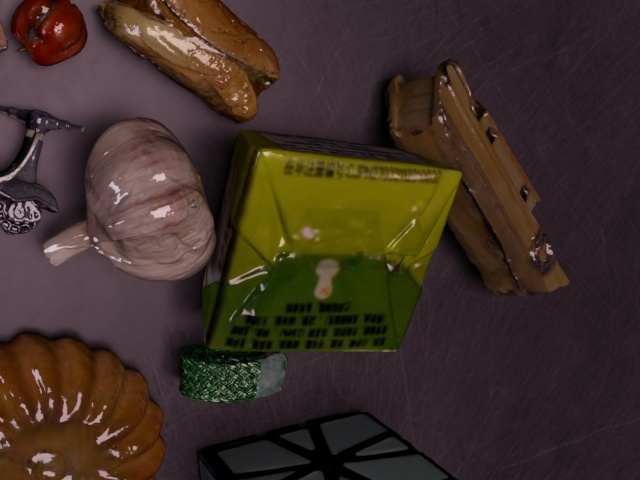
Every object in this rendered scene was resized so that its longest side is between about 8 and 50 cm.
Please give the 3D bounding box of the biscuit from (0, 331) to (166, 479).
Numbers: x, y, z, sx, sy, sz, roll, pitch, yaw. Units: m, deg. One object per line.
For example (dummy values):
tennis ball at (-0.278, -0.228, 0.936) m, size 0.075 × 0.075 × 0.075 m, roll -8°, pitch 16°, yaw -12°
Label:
biscuit at (-0.357, 0.281, 1.121) m, size 0.325 × 0.107 × 0.326 m, roll -3°, pitch 99°, yaw -21°

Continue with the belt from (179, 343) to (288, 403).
belt at (-0.120, 0.189, 1.196) m, size 0.151 × 0.121 × 0.079 m, roll -3°, pitch 99°, yaw -29°

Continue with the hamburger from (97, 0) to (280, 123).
hamburger at (-0.151, -0.258, 1.095) m, size 0.262 × 0.131 × 0.124 m, roll 33°, pitch 85°, yaw -31°

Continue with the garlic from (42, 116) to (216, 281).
garlic at (-0.241, -0.031, 1.057) m, size 0.212 × 0.218 × 0.218 m, roll -24°, pitch 109°, yaw -5°

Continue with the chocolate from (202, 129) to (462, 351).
chocolate at (0.000, 0.000, 1.171) m, size 0.301 × 0.137 × 0.289 m, roll 4°, pitch 117°, yaw -26°

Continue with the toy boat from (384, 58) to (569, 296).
toy boat at (0.246, -0.077, 1.317) m, size 0.445 × 0.136 × 0.162 m, roll 55°, pitch 52°, yaw -24°

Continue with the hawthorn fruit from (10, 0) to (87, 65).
hawthorn fruit at (-0.327, -0.251, 1.042) m, size 0.093 × 0.093 × 0.093 m, roll -5°, pitch 102°, yaw -24°

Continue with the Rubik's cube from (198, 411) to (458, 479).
Rubik's cube at (0.009, 0.434, 1.211) m, size 0.288 × 0.293 × 0.283 m, roll -9°, pitch 101°, yaw -21°

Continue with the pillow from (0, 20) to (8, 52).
pillow at (-0.449, -0.299, 0.960) m, size 0.126 × 0.043 × 0.232 m, roll -32°, pitch 96°, yaw -40°

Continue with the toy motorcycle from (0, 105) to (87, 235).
toy motorcycle at (-0.413, -0.122, 1.023) m, size 0.263 × 0.091 × 0.157 m, roll 32°, pitch 81°, yaw -24°
